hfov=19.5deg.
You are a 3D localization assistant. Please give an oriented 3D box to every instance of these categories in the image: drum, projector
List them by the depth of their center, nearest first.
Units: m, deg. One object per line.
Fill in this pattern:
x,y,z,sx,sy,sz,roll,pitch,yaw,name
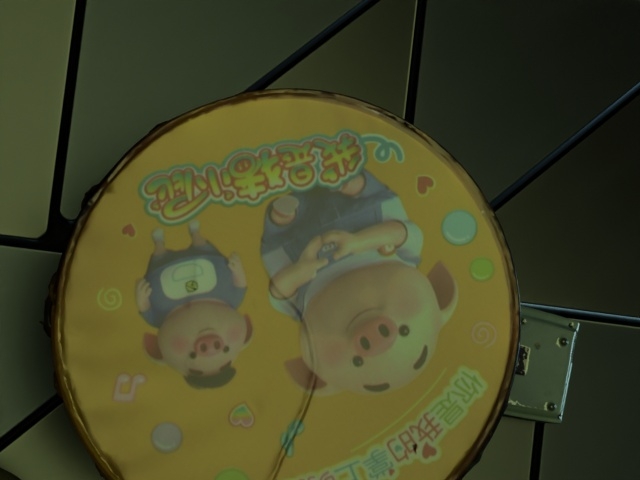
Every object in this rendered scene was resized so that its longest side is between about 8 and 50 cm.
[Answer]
-0.040,0.071,1.707,0.431,0.214,0.431,0,91,-4,drum
0.186,0.121,1.926,0.147,0.061,0.115,13,82,-13,projector

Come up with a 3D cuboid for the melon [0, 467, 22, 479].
-0.361,0.359,1.674,0.268,0.268,0.330,15,69,-12,melon
